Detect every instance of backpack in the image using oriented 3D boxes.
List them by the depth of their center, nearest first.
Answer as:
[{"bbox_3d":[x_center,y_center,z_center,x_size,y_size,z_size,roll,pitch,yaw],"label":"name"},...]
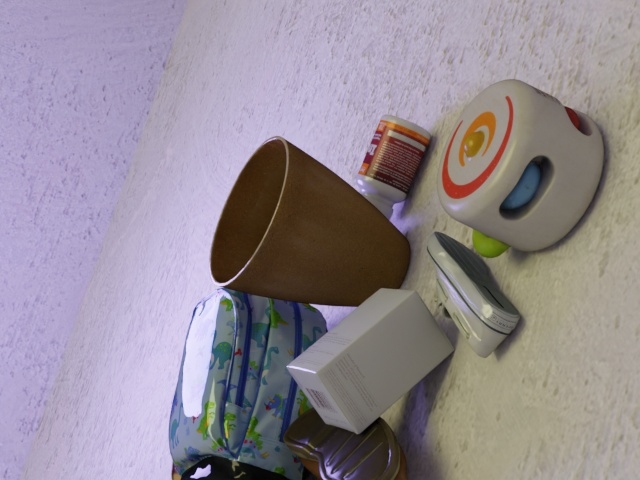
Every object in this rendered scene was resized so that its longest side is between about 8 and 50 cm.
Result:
[{"bbox_3d":[-0.110,0.242,1.867,0.356,0.273,0.290,-63,12,-24],"label":"backpack"}]

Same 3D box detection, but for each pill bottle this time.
[{"bbox_3d":[0.108,-0.114,1.878,0.152,0.086,0.086,-67,22,-1],"label":"pill bottle"}]

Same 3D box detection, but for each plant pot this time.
[{"bbox_3d":[0.000,0.000,1.790,0.237,0.254,0.237,-49,28,38],"label":"plant pot"}]

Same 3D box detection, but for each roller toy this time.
[{"bbox_3d":[0.240,-0.097,1.481,0.191,0.146,0.209,-25,45,58],"label":"roller toy"}]

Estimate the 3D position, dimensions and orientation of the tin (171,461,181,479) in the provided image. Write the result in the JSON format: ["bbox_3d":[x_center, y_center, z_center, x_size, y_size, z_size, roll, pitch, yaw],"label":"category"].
[{"bbox_3d":[-0.215,0.390,2.106,0.040,0.106,0.190,-21,43,19],"label":"tin"}]

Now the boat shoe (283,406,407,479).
[{"bbox_3d":[0.054,0.298,1.589,0.110,0.104,0.307,-41,16,-10],"label":"boat shoe"}]

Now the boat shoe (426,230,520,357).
[{"bbox_3d":[0.178,0.067,1.548,0.076,0.083,0.226,-59,24,17],"label":"boat shoe"}]

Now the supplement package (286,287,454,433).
[{"bbox_3d":[0.066,0.156,1.586,0.179,0.105,0.105,-38,14,-19],"label":"supplement package"}]
